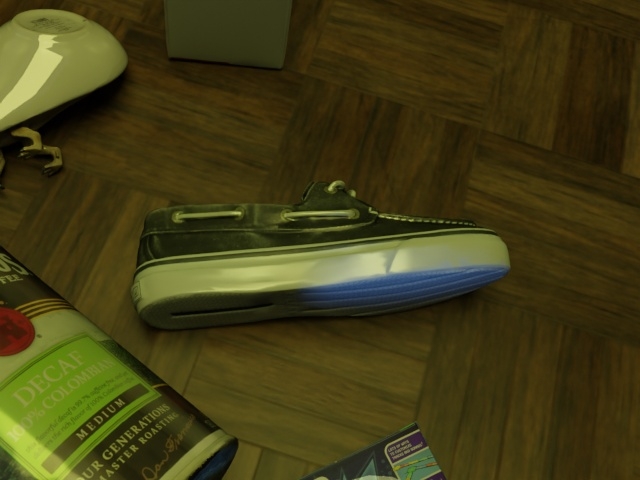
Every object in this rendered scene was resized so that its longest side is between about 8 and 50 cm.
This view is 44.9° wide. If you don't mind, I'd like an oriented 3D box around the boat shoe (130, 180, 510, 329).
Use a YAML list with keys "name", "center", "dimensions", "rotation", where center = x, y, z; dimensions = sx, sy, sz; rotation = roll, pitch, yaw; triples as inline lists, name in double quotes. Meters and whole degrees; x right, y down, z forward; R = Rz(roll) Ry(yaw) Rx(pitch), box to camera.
- name: "boat shoe"
  center: [0.000, 0.000, 0.687]
  dimensions: [0.335, 0.121, 0.119]
  rotation: [-3, 67, -8]

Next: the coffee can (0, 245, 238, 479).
- name: "coffee can"
  center: [-0.225, 0.133, 0.541]
  dimensions: [0.275, 0.201, 0.201]
  rotation: [37, 64, 10]

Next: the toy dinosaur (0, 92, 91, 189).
- name: "toy dinosaur"
  center: [-0.287, -0.108, 0.742]
  dimensions: [0.183, 0.053, 0.093]
  rotation: [-27, 68, -20]

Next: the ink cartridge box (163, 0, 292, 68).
- name: "ink cartridge box"
  center: [-0.094, -0.295, 0.826]
  dimensions: [0.128, 0.127, 0.176]
  rotation: [3, 61, -6]

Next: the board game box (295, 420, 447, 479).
- name: "board game box"
  center: [0.019, 0.247, 0.610]
  dimensions: [0.201, 0.035, 0.136]
  rotation: [-20, 67, -18]

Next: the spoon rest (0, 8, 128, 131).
- name: "spoon rest"
  center: [-0.297, -0.152, 0.723]
  dimensions: [0.137, 0.084, 0.276]
  rotation: [23, 34, 19]
